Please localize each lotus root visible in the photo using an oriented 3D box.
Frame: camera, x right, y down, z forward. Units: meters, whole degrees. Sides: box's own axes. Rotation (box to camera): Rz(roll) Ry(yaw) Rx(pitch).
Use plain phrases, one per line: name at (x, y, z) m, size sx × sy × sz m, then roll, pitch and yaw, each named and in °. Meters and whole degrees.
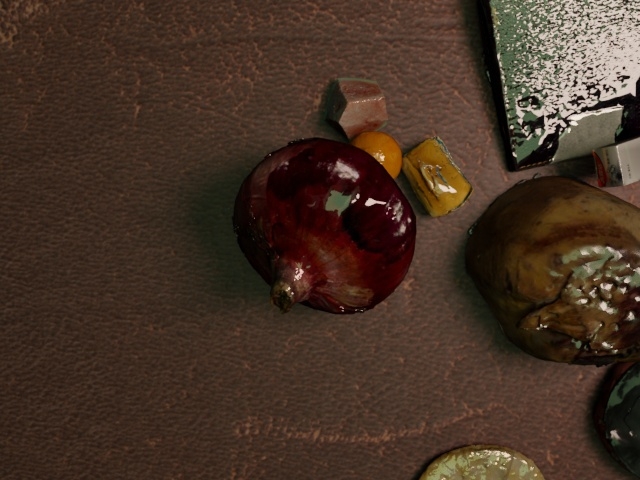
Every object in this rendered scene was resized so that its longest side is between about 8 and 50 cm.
lotus root at (0.333, 0.046, 0.730) m, size 0.272 × 0.192 × 0.272 m, roll 1°, pitch 100°, yaw 5°

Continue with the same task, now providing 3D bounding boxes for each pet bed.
pet bed at (0.485, 0.246, 0.786) m, size 0.201 × 0.053 × 0.201 m, roll 0°, pitch 93°, yaw 3°

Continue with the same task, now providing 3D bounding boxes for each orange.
orange at (0.072, -0.111, 0.782) m, size 0.084 × 0.083 × 0.083 m, roll 0°, pitch 93°, yaw 4°

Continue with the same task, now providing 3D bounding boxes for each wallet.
wallet at (0.342, -0.241, 0.764) m, size 0.221 × 0.071 × 0.262 m, roll -12°, pitch 99°, yaw 4°

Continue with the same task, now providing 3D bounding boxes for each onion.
onion at (0.000, 0.000, 0.712) m, size 0.252 × 0.252 × 0.219 m, roll 22°, pitch 52°, yaw 3°

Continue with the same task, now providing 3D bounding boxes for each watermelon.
watermelon at (0.049, -0.191, 0.786) m, size 0.085 × 0.072 × 0.092 m, roll -28°, pitch 86°, yaw -12°

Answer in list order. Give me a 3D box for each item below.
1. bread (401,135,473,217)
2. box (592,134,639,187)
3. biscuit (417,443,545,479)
bread at (0.162, -0.087, 0.791) m, size 0.072 × 0.053 × 0.106 m, roll -32°, pitch 85°, yaw 2°
box at (0.450, -0.121, 0.731) m, size 0.218 × 0.039 × 0.055 m, roll -19°, pitch 99°, yaw -18°
biscuit at (0.236, 0.401, 0.823) m, size 0.220 × 0.033 × 0.219 m, roll 0°, pitch 92°, yaw 4°
